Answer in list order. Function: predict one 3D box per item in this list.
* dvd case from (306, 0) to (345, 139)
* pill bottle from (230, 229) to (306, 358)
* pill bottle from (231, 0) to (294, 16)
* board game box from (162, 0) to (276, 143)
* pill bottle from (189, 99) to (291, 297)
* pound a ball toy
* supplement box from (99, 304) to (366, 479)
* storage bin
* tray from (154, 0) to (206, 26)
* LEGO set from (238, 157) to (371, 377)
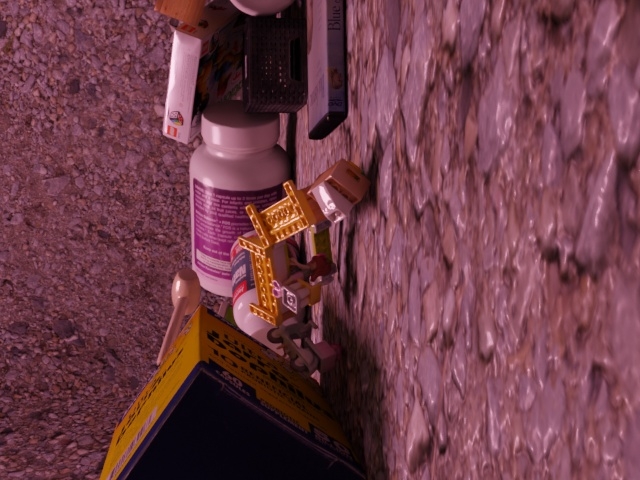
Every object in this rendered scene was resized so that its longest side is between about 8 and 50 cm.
[{"bbox_3d":[0.003,-0.248,1.034,0.180,0.022,0.253,173,96,-82],"label":"dvd case"},{"bbox_3d":[-0.076,0.080,1.355,0.108,0.108,0.180,97,169,-45],"label":"pill bottle"},{"bbox_3d":[-0.093,-0.402,1.381,0.208,0.117,0.118,-110,20,-69],"label":"pill bottle"},{"bbox_3d":[-0.159,-0.314,1.539,0.305,0.053,0.193,-55,-15,-48],"label":"board game box"},{"bbox_3d":[-0.132,-0.071,1.537,0.169,0.169,0.302,-104,15,-59],"label":"pill bottle"},{"bbox_3d":[-0.152,0.213,1.391,0.136,0.208,0.319,99,180,-48],"label":"pound a ball toy"},{"bbox_3d":[-0.107,0.226,1.019,0.195,0.194,0.356,-55,10,0],"label":"supplement box"},{"bbox_3d":[-0.071,-0.254,1.366,0.180,0.084,0.122,-162,71,-81],"label":"storage bin"},{"bbox_3d":[-0.136,-0.533,1.319,0.203,0.076,0.411,-96,27,-60],"label":"tray"},{"bbox_3d":[0.000,0.000,0.938,0.132,0.107,0.287,43,141,29],"label":"LEGO set"}]
